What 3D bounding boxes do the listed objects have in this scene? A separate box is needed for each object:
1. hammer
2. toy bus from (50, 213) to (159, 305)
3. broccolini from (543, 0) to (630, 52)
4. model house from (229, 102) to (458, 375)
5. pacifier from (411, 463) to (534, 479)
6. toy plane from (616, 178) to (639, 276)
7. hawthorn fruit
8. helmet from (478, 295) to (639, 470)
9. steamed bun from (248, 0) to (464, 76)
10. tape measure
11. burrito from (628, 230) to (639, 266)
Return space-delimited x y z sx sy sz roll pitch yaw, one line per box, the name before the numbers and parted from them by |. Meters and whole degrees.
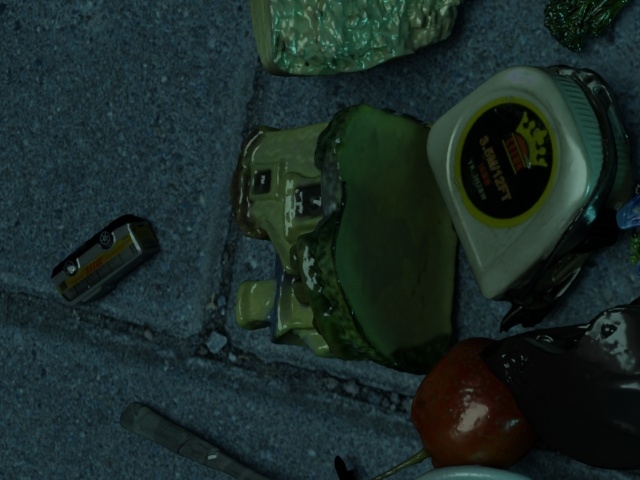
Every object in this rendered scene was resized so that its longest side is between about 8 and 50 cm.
hammer | -0.129 0.307 2.025 0.427 0.044 0.152 17 66 39
toy bus | -0.313 0.032 2.197 0.172 0.057 0.072 -36 76 27
broccolini | 0.396 -0.376 1.725 0.079 0.074 0.392 48 114 21
model house | 0.000 0.000 1.860 0.266 0.261 0.321 -5 77 40
pacifier | 0.183 0.384 1.712 0.287 0.238 0.226 -15 35 29
toy plane | 0.416 -0.074 1.671 0.169 0.078 0.246 0 60 29
hawthorn fruit | 0.136 0.231 1.777 0.285 0.165 0.165 -35 66 7
helmet | 0.322 0.153 1.606 0.305 0.225 0.177 -26 81 55
steamed bun | 0.044 -0.340 1.892 0.272 0.273 0.290 1 89 -8
tape measure | 0.265 -0.062 1.756 0.231 0.133 0.271 -35 61 37
burrito | 0.465 0.040 1.646 0.288 0.054 0.104 24 71 42
